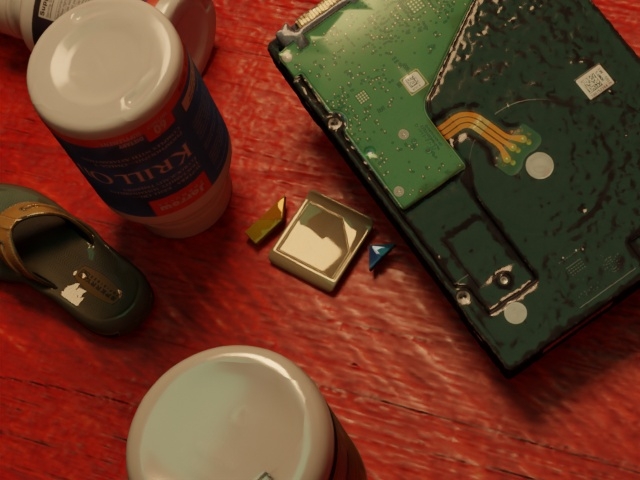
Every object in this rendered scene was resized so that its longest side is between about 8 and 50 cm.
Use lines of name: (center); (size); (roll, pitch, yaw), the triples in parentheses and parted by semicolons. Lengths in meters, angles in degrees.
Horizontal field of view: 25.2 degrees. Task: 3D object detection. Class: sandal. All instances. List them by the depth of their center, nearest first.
sandal: (-0.240, 0.009, 1.226); (0.219, 0.060, 0.090); (33, 76, 24)

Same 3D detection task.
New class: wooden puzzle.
wooden puzzle: (0.000, 0.000, 1.203); (0.116, 0.014, 0.078); (34, 81, 24)

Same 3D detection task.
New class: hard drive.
hard drive: (0.144, -0.091, 1.148); (0.237, 0.064, 0.339); (-36, 76, -3)

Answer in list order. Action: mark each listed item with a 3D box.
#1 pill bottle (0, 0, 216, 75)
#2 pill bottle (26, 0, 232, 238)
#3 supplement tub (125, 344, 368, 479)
pill bottle: (-0.201, -0.202, 1.289); (0.193, 0.108, 0.108); (19, 71, 21)
pill bottle: (-0.141, -0.088, 1.158); (0.124, 0.221, 0.124); (-5, 64, 11)
supplement tub: (-0.044, 0.173, 1.027); (0.144, 0.200, 0.144); (-5, 64, 11)
